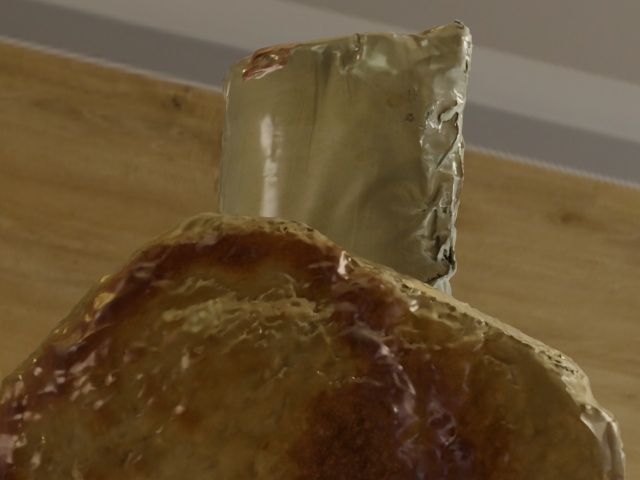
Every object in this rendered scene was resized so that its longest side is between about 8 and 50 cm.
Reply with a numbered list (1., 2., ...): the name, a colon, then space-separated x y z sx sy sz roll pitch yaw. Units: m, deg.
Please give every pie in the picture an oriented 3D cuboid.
1. pie: -0.011 0.082 0.404 0.205 0.084 0.178 27 -102 14

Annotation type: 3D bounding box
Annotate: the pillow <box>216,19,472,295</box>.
1. pillow: 0.000 0.000 0.542 0.128 0.051 0.229 -10 -126 24
